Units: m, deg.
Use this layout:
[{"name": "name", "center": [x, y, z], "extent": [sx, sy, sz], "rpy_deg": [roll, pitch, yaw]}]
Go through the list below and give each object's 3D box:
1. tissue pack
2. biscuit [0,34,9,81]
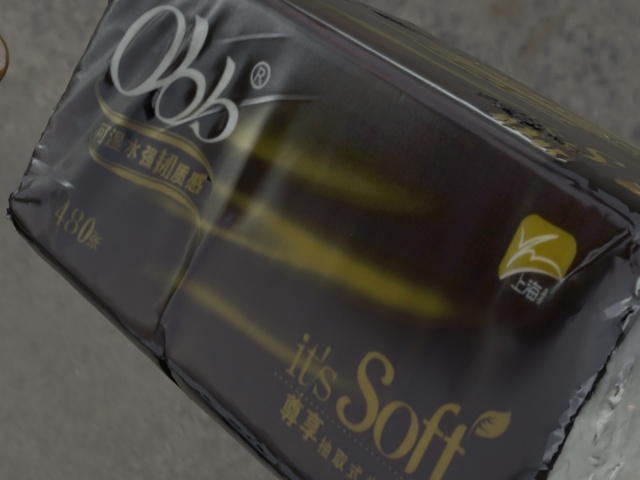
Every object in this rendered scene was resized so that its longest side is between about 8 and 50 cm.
[{"name": "tissue pack", "center": [0.042, 0.017, 0.858], "extent": [0.370, 0.210, 0.198], "rpy_deg": [36, 107, 42]}, {"name": "biscuit", "center": [-0.327, -0.034, 1.247], "extent": [0.183, 0.047, 0.319], "rpy_deg": [17, 73, -8]}]
